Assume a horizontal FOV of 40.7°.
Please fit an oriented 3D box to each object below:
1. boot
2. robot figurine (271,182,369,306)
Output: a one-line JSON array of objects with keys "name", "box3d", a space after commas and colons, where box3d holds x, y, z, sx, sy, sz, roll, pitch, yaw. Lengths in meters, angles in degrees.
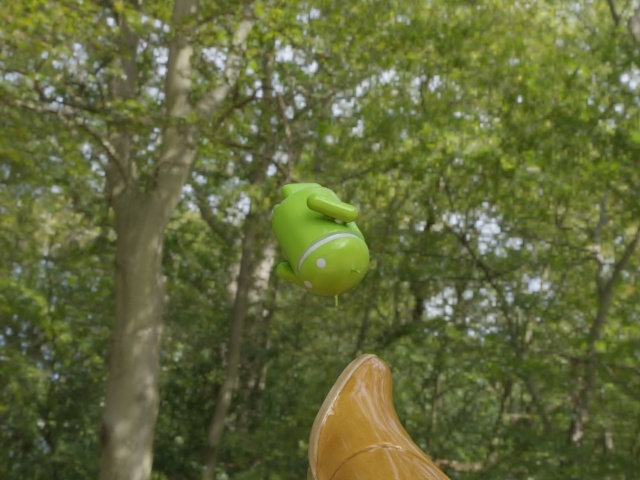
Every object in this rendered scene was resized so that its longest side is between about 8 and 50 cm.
[{"name": "boot", "box3d": [0.085, 0.201, 0.611, 0.211, 0.295, 0.104, 12, -60, 12]}, {"name": "robot figurine", "box3d": [0.000, 0.000, 0.750, 0.067, 0.115, 0.101, -3, -42, -33]}]
